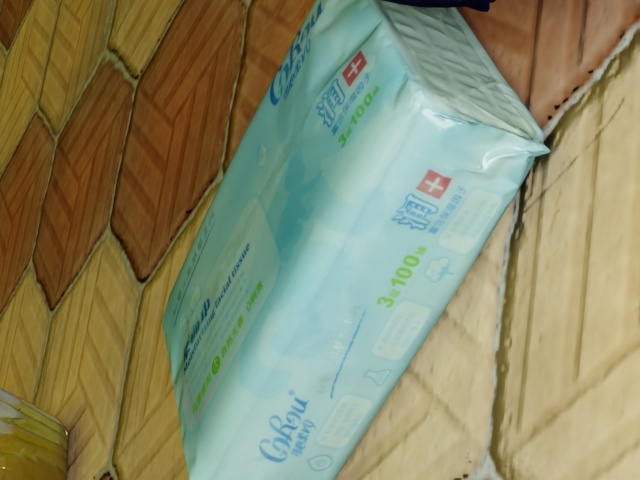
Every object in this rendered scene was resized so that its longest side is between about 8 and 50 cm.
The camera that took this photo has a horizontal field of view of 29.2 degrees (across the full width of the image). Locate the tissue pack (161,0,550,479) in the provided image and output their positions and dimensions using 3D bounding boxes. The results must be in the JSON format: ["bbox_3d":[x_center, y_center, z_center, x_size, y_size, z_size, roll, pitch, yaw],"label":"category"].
[{"bbox_3d":[0.000,0.000,0.670,0.263,0.089,0.177,-59,29,26],"label":"tissue pack"}]

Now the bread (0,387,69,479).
[{"bbox_3d":[-0.291,0.276,1.044,0.152,0.119,0.288,-31,49,48],"label":"bread"}]

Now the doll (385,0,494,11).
[{"bbox_3d":[0.065,-0.259,0.543,0.310,0.284,0.240,-59,-12,-1],"label":"doll"}]
